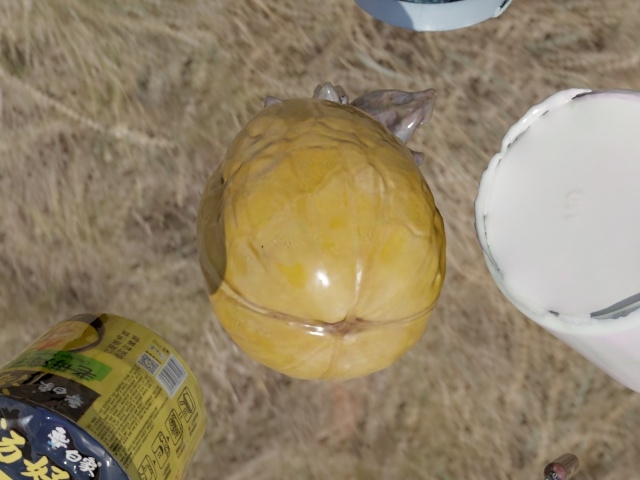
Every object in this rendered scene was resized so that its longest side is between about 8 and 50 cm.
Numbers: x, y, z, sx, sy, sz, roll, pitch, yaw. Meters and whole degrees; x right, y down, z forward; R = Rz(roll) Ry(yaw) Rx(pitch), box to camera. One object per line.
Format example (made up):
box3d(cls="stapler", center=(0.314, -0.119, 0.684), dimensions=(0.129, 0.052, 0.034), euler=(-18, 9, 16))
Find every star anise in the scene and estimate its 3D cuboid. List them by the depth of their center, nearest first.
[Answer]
box3d(cls="star anise", center=(0.025, -0.107, 2.032), dimensions=(0.198, 0.257, 0.110), euler=(11, 66, -11))

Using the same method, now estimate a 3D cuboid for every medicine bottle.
box3d(cls="medicine bottle", center=(0.301, 0.024, 1.589), dimensions=(0.213, 0.213, 0.379), euler=(-47, 147, 6))

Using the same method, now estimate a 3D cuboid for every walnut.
box3d(cls="walnut", center=(0.000, 0.000, 1.313), dimensions=(0.193, 0.225, 0.193), euler=(-4, 115, -8))

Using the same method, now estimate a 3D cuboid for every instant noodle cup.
box3d(cls="instant noodle cup", center=(-0.137, 0.120, 1.011), dimensions=(0.151, 0.122, 0.151), euler=(12, 123, 20))

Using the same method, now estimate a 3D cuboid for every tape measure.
box3d(cls="tape measure", center=(0.107, -0.275, 1.672), dimensions=(0.181, 0.182, 0.107), euler=(-8, 137, -2))

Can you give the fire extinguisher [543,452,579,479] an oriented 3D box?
box3d(cls="fire extinguisher", center=(0.243, 0.250, 1.895), dimensions=(0.046, 0.100, 0.032), euler=(-24, 84, 21))
